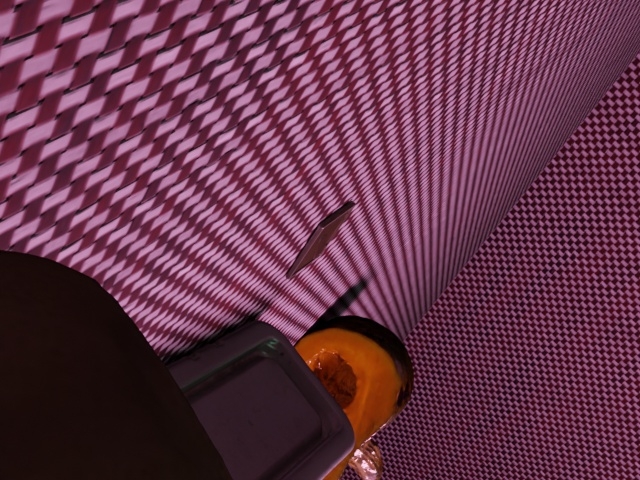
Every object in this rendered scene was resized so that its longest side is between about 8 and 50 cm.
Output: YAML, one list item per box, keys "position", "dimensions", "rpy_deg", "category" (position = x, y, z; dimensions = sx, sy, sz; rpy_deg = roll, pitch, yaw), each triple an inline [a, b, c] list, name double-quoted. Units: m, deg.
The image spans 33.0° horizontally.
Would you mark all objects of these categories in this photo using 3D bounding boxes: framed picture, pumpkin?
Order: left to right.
- position: [0.000, 0.000, 1.138]
  dimensions: [0.066, 0.006, 0.089]
  rpy_deg: [-37, 166, -47]
  category: "framed picture"
- position: [0.016, 0.267, 1.604]
  dimensions: [0.317, 0.222, 0.139]
  rpy_deg: [-48, 169, -4]
  category: "pumpkin"

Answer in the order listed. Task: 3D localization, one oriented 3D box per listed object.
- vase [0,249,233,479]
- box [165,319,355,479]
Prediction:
- position: [-0.197, 0.154, 0.426]
  dimensions: [0.302, 0.241, 0.329]
  rpy_deg: [-30, -170, -22]
  category: "vase"
- position: [-0.120, 0.223, 1.071]
  dimensions: [0.182, 0.175, 0.312]
  rpy_deg: [-42, 172, 21]
  category: "box"
